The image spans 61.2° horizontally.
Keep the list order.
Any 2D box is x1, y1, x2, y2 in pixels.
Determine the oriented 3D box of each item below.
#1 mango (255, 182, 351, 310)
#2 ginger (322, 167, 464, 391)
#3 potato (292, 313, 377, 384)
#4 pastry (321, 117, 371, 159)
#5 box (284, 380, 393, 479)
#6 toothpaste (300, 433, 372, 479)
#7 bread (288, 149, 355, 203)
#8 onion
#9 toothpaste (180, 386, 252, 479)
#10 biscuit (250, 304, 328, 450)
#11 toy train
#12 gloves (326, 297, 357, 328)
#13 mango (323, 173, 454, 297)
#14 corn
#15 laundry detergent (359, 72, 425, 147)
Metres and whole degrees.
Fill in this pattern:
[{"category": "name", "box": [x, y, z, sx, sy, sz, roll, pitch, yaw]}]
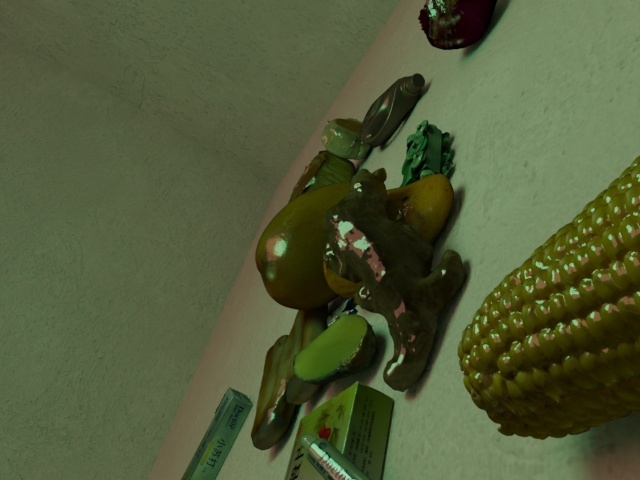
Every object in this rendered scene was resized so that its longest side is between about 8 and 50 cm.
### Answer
[{"category": "mango", "box": [0.000, 0.000, 1.121, 0.317, 0.211, 0.173, -47, -25, -18]}, {"category": "ginger", "box": [0.094, 0.024, 0.749, 0.166, 0.080, 0.333, -34, 51, 11]}, {"category": "potato", "box": [0.027, 0.188, 0.885, 0.198, 0.054, 0.120, -37, 26, 39]}, {"category": "pastry", "box": [0.082, -0.306, 1.618, 0.166, 0.165, 0.088, -80, 8, -57]}, {"category": "box", "box": [0.004, 0.330, 0.685, 0.175, 0.062, 0.261, -49, 18, 46]}, {"category": "toothpaste", "box": [0.038, 0.267, 0.582, 0.197, 0.029, 0.048, 26, 80, 50]}, {"category": "bread", "box": [0.002, -0.151, 1.631, 0.228, 0.142, 0.253, -58, 9, 23]}, {"category": "onion", "box": [0.314, -0.489, 1.157, 0.198, 0.135, 0.173, -12, -58, -53]}, {"category": "toothpaste", "box": [-0.278, 0.543, 1.402, 0.313, 0.071, 0.089, -62, 15, -6]}, {"category": "biscuit", "box": [-0.057, 0.258, 1.112, 0.237, 0.062, 0.291, -56, 14, 22]}, {"category": "toy train", "box": [0.187, -0.143, 0.984, 0.105, 0.071, 0.178, -57, 11, 40]}, {"category": "gloves", "box": [0.044, 0.142, 1.047, 0.086, 0.026, 0.064, -52, 15, 19]}, {"category": "mango", "box": [0.099, -0.005, 0.911, 0.295, 0.120, 0.177, -49, 19, 48]}, {"category": "corn", "box": [0.231, -0.002, 0.305, 0.387, 0.143, 0.144, -54, 13, 45]}, {"category": "laundry detergent", "box": [0.187, -0.336, 1.429, 0.171, 0.076, 0.237, -66, 14, -18]}]
